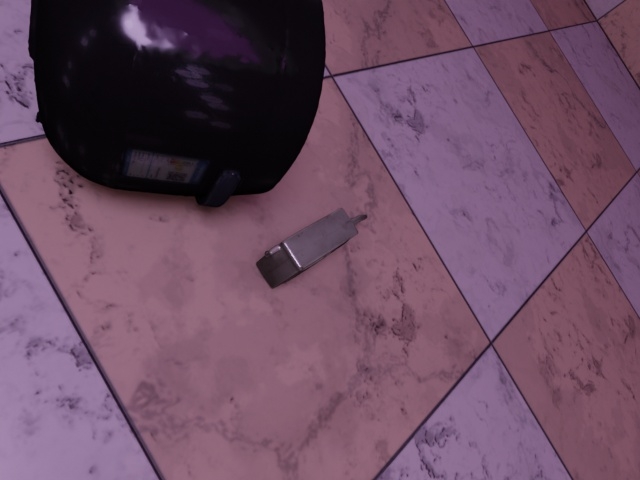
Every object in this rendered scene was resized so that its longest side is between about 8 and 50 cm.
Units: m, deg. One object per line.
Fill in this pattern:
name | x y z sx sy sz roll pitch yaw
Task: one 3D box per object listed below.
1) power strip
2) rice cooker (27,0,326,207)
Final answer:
power strip | 0.000 0.000 0.561 0.175 0.075 0.042 -31 87 -39
rice cooker | -0.137 -0.166 0.435 0.224 0.267 0.267 4 67 -26
